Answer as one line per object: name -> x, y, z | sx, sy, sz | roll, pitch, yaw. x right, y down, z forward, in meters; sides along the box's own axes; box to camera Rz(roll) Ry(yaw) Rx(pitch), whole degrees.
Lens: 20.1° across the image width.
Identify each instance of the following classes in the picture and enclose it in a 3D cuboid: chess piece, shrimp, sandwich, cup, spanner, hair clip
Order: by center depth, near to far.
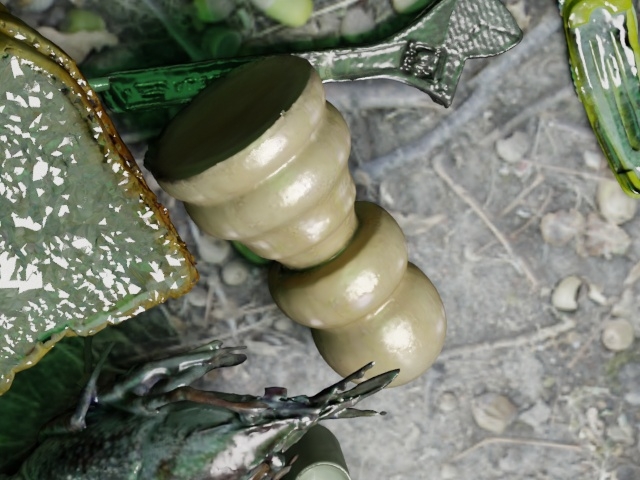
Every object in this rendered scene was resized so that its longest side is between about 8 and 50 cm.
sandwich -> -0.269, 0.000, 1.271 | 0.301, 0.099, 0.271 | -34, 127, -2
shrimp -> -0.125, 0.140, 1.328 | 0.372, 0.137, 0.172 | -26, 95, 2
chess piece -> 0.000, 0.000, 1.332 | 0.143, 0.143, 0.261 | -37, 117, 0
spanner -> -0.005, -0.133, 1.357 | 0.325, 0.026, 0.093 | -8, 102, -6
cup -> -0.015, 0.181, 1.389 | 0.075, 0.083, 0.054 | -9, 104, -7
hair clip -> 0.227, -0.124, 1.392 | 0.060, 0.033, 0.188 | -18, 101, -7

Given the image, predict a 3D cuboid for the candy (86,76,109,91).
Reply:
candy -> -0.294, -0.096, 1.298 | 0.288, 0.078, 0.084 | -5, 92, -13
